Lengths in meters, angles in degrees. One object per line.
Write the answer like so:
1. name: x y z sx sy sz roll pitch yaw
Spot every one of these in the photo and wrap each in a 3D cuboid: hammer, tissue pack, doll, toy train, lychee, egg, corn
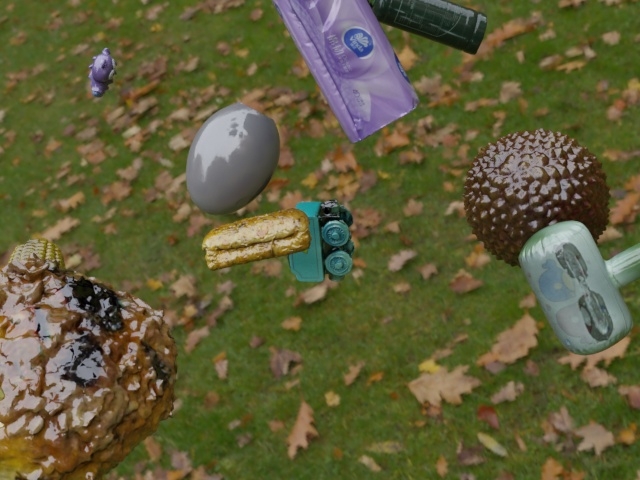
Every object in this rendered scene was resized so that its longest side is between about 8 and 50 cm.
1. hammer: 0.486 0.025 1.370 0.335 0.206 0.119 -27 5 5
2. tissue pack: 0.041 -0.375 1.699 0.160 0.338 0.242 -28 14 5
3. doll: -0.524 -0.398 2.160 0.206 0.067 0.110 163 116 -73
4. toy train: 0.000 0.000 2.030 0.154 0.198 0.107 -1 28 9
5. lychee: 0.378 -0.070 1.570 0.267 0.267 0.267 -18 37 14
6. egg: -0.180 -0.159 1.818 0.232 0.176 0.176 -59 37 7
7. corn: -0.534 0.127 1.673 0.120 0.120 0.363 -23 41 8

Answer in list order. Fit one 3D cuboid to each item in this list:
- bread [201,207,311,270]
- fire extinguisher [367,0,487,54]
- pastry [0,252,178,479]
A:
1. bread: -0.120 -0.002 1.713 0.211 0.083 0.114 -15 11 3
2. fire extinguisher: 0.214 -0.512 2.003 0.311 0.095 0.114 16 69 -8
3. pastry: -0.393 0.195 1.351 0.337 0.292 0.405 -8 45 -42
